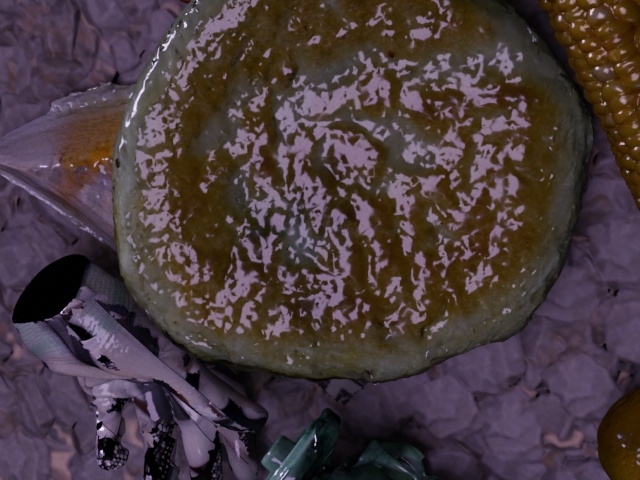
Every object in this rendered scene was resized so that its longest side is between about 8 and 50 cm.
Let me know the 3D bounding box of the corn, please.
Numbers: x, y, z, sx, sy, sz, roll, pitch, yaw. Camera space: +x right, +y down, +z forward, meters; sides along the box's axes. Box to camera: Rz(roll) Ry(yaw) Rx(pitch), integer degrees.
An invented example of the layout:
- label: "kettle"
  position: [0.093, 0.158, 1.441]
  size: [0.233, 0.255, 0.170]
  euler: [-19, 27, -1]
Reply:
- label: "corn"
  position: [0.197, -0.120, 1.054]
  size: [0.102, 0.102, 0.313]
  euler: [-24, 103, 27]

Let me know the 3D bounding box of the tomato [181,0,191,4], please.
- label: "tomato"
  position: [-0.059, -0.242, 1.116]
  size: [0.225, 0.085, 0.225]
  euler: [9, 114, 21]

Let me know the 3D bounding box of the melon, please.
- label: "melon"
  position: [-0.145, -0.035, 1.220]
  size: [0.203, 0.093, 0.139]
  euler: [-8, 112, 24]

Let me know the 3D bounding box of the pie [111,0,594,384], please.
- label: "pie"
  position: [0.018, -0.049, 1.115]
  size: [0.323, 0.070, 0.323]
  euler: [0, 109, 0]

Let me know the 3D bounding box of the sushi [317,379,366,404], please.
- label: "sushi"
  position: [0.000, 0.000, 1.203]
  size: [0.193, 0.040, 0.210]
  euler: [40, 118, 4]

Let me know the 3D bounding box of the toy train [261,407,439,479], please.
- label: "toy train"
  position: [-0.025, 0.259, 1.173]
  size: [0.167, 0.299, 0.238]
  euler: [40, 131, 5]

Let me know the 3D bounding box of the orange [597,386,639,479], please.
- label: "orange"
  position: [0.230, 0.141, 1.142]
  size: [0.095, 0.085, 0.085]
  euler: [47, 118, 2]

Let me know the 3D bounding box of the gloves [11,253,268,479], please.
- label: "gloves"
  position: [-0.119, 0.102, 1.257]
  size: [0.128, 0.111, 0.212]
  euler: [-34, 123, 23]
